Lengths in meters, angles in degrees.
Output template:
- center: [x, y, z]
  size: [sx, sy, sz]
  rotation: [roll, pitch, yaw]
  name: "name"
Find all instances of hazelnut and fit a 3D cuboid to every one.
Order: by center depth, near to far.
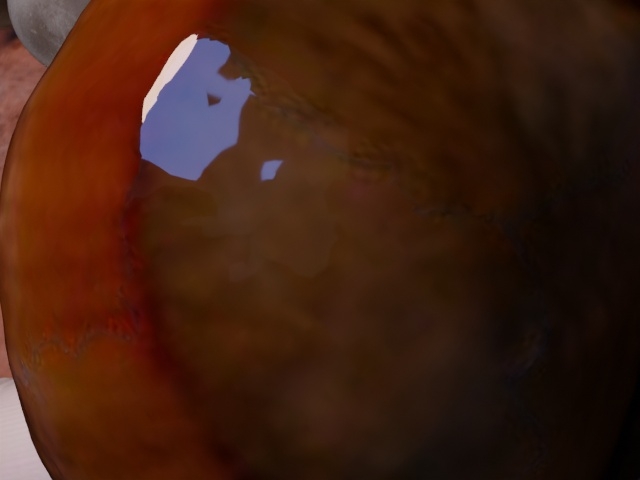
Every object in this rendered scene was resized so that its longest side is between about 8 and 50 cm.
- center: [0.004, -0.001, 0.894]
  size: [0.365, 0.366, 0.366]
  rotation: [-20, 52, 27]
  name: "hazelnut"

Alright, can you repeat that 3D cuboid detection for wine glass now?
- center: [-0.162, -0.161, 1.268]
  size: [0.222, 0.103, 0.103]
  rotation: [30, 83, 45]
  name: "wine glass"

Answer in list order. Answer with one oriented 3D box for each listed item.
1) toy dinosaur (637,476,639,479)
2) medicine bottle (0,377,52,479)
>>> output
- center: [0.210, 0.109, 0.848]
  size: [0.106, 0.044, 0.187]
  rotation: [27, 68, 31]
  name: "toy dinosaur"
- center: [-0.206, 0.148, 1.075]
  size: [0.236, 0.139, 0.139]
  rotation: [-14, 55, 30]
  name: "medicine bottle"
